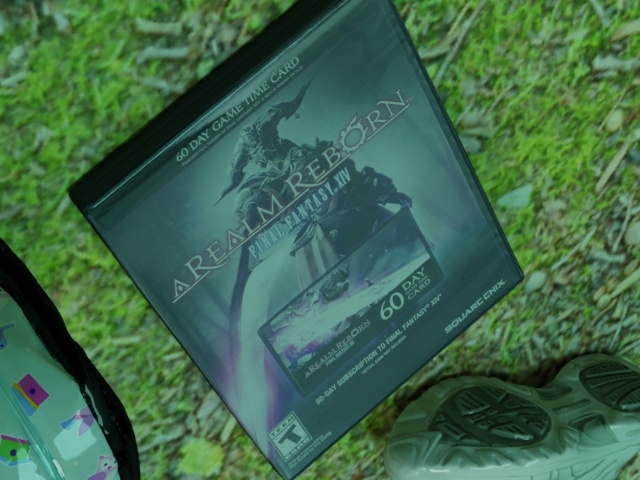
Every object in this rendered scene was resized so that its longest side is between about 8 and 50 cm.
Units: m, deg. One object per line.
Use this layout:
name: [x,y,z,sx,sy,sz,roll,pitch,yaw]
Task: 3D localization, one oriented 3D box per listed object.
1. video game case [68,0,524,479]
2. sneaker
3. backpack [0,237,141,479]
video game case: [0.000,0.000,0.989,0.196,0.026,0.274,-40,138,-8]
sneaker: [0.132,0.151,1.162,0.232,0.090,0.115,-4,126,-36]
backpack: [-0.160,0.069,0.793,0.115,0.182,0.152,-36,137,-13]
